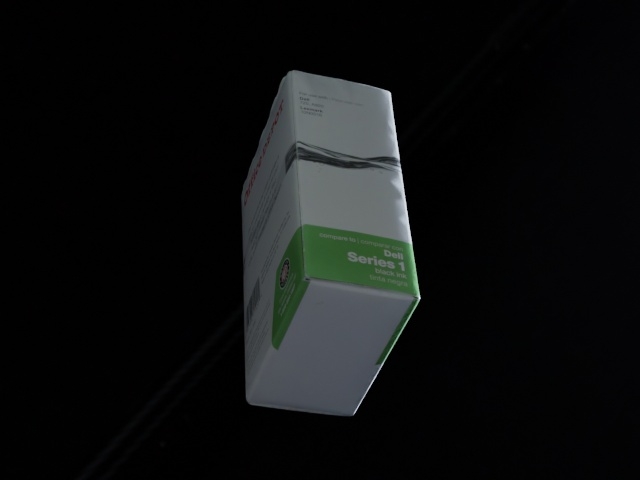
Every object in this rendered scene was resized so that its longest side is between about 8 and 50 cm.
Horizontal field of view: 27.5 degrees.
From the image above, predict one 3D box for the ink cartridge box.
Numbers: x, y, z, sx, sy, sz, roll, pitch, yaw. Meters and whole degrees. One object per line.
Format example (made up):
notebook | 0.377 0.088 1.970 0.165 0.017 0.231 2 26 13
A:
ink cartridge box | 0.000 0.000 1.020 0.093 0.160 0.219 10 -132 -15
